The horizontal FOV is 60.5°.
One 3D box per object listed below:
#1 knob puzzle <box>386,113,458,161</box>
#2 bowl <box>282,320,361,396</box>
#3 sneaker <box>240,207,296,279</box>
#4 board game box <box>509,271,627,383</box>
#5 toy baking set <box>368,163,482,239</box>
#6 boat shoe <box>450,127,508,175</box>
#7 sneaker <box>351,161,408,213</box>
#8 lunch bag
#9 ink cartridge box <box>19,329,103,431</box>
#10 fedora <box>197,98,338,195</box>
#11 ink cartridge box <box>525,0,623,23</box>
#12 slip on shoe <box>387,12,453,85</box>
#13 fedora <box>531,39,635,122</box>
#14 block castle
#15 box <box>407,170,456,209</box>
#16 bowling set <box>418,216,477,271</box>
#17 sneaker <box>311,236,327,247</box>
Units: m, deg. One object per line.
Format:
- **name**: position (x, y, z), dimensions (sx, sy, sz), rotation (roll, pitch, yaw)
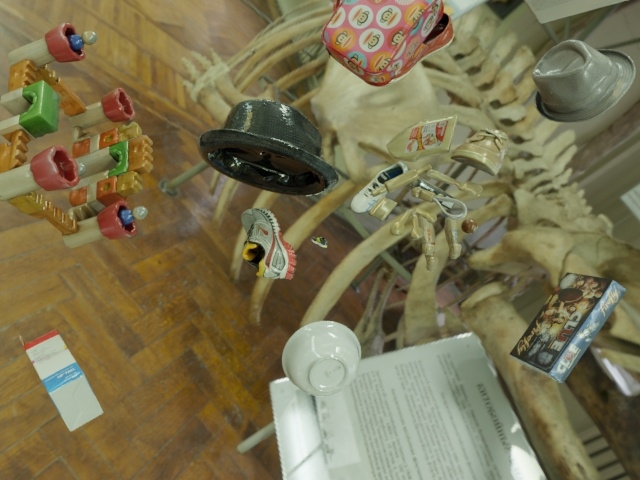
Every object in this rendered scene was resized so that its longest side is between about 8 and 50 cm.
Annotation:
- **knob puzzle**: position (0.276, -0.271, 1.516), dimensions (0.213, 0.213, 0.030), rotation (-95, 159, -52)
- **bowl**: position (0.017, 0.450, 1.972), dimensions (0.298, 0.298, 0.134), rotation (41, 7, -21)
- **sneaker**: position (-0.134, 0.000, 1.217), dimensions (0.093, 0.088, 0.225), rotation (-3, 36, -29)
- **board game box**: position (0.544, 0.186, 1.222), dimensions (0.042, 0.243, 0.165), rotation (37, -4, -9)
- **toy baking set**: position (0.245, -0.097, 1.319), dimensions (0.196, 0.256, 0.030), rotation (62, 1, 36)
- **boat shoe**: position (0.422, -0.239, 1.423), dimensions (0.122, 0.110, 0.341), rotation (26, 15, 15)
- **sneaker**: position (0.194, -0.183, 1.856), dimensions (0.085, 0.237, 0.086), rotation (47, -7, 32)
- **lunch bag**: position (0.144, -0.574, 1.416), dimensions (0.258, 0.293, 0.120), rotation (40, 5, 16)
- **ink cartridge box**: position (-0.583, 0.297, 1.228), dimensions (0.078, 0.134, 0.231), rotation (-29, 42, -28)
- **fedora**: position (-0.109, -0.226, 1.279), dimensions (0.334, 0.334, 0.152), rotation (25, 70, -44)
- **ink cartridge box**: position (0.512, -0.567, 1.074), dimensions (0.261, 0.066, 0.296), rotation (33, -16, -34)
- **slip on shoe**: position (0.254, -0.564, 1.611), dimensions (0.123, 0.331, 0.101), rotation (51, -11, 25)
- **fedora**: position (0.675, -0.446, 1.471), dimensions (0.124, 0.243, 0.275), rotation (36, 14, -28)
- **block castle**: position (-0.538, -0.233, 1.247), dimensions (0.303, 0.213, 0.453), rotation (61, 14, -58)
- **box**: position (0.407, -0.203, 2.126), dimensions (0.175, 0.051, 0.220), rotation (25, 13, -18)
- **bowling set**: position (0.435, 0.007, 1.854), dimensions (0.287, 0.200, 0.154), rotation (31, 52, -71)
- **sneaker**: position (0.000, 0.000, 2.131), dimensions (0.083, 0.035, 0.031), rotation (29, 14, 39)
